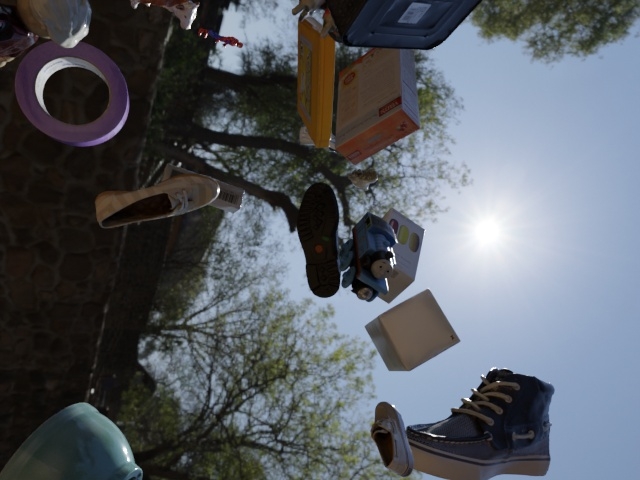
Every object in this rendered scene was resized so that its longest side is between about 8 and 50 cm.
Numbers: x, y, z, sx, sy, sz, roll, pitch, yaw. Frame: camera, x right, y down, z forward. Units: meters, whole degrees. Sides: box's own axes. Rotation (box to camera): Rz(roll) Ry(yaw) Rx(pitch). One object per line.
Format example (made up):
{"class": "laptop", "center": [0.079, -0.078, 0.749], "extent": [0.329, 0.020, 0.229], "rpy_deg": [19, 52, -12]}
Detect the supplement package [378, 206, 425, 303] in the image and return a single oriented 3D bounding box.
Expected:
{"class": "supplement package", "center": [0.210, 0.040, 1.374], "extent": [0.134, 0.139, 0.244], "rpy_deg": [-52, -171, 41]}

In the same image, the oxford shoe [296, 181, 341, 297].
{"class": "oxford shoe", "center": [0.000, 0.000, 0.903], "extent": [0.096, 0.082, 0.228], "rpy_deg": [50, 39, -80]}

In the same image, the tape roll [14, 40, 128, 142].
{"class": "tape roll", "center": [-0.686, -0.408, 1.275], "extent": [0.090, 0.274, 0.275], "rpy_deg": [-172, -88, -69]}

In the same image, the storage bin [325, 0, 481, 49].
{"class": "storage bin", "center": [0.107, -0.317, 0.575], "extent": [0.122, 0.180, 0.085], "rpy_deg": [-39, -111, 56]}

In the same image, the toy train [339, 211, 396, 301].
{"class": "toy train", "center": [0.088, 0.030, 0.830], "extent": [0.105, 0.080, 0.184], "rpy_deg": [-51, -163, 25]}

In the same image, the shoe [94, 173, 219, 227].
{"class": "shoe", "center": [-0.289, -0.065, 0.816], "extent": [0.058, 0.218, 0.077], "rpy_deg": [-113, -166, -48]}

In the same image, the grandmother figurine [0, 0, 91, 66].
{"class": "grandmother figurine", "center": [-0.503, -0.297, 0.654], "extent": [0.208, 0.342, 0.104], "rpy_deg": [-116, -171, -67]}

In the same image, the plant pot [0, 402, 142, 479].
{"class": "plant pot", "center": [-0.517, 0.534, 0.980], "extent": [0.293, 0.196, 0.293], "rpy_deg": [24, 90, -79]}

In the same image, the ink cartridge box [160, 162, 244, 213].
{"class": "ink cartridge box", "center": [-0.310, -0.113, 1.148], "extent": [0.232, 0.188, 0.066], "rpy_deg": [-22, -126, 64]}

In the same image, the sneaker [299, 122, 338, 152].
{"class": "sneaker", "center": [0.028, -0.378, 1.703], "extent": [0.085, 0.237, 0.086], "rpy_deg": [18, -83, 54]}

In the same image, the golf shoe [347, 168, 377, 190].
{"class": "golf shoe", "center": [0.188, -0.245, 1.875], "extent": [0.086, 0.069, 0.176], "rpy_deg": [60, -17, -24]}

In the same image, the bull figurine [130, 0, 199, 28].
{"class": "bull figurine", "center": [-0.498, -0.756, 1.320], "extent": [0.188, 0.310, 0.101], "rpy_deg": [-3, -124, 28]}

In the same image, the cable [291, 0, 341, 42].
{"class": "cable", "center": [0.055, -0.448, 0.749], "extent": [0.287, 0.139, 0.072], "rpy_deg": [-53, -170, -8]}

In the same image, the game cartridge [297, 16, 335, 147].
{"class": "game cartridge", "center": [-0.019, -0.442, 1.257], "extent": [0.324, 0.052, 0.286], "rpy_deg": [-107, -164, -56]}

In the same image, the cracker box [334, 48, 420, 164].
{"class": "cracker box", "center": [0.110, -0.282, 0.903], "extent": [0.155, 0.067, 0.233], "rpy_deg": [-24, -133, 36]}

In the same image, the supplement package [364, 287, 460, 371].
{"class": "supplement package", "center": [0.267, 0.282, 1.393], "extent": [0.175, 0.177, 0.293], "rpy_deg": [62, -10, 13]}

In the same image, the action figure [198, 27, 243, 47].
{"class": "action figure", "center": [-0.234, -0.477, 1.082], "extent": [0.038, 0.115, 0.030], "rpy_deg": [-13, 122, -70]}

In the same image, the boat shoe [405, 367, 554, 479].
{"class": "boat shoe", "center": [0.251, 0.277, 0.722], "extent": [0.127, 0.340, 0.158], "rpy_deg": [0, -105, 52]}

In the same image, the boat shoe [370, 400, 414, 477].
{"class": "boat shoe", "center": [0.076, 0.224, 0.527], "extent": [0.035, 0.035, 0.100], "rpy_deg": [-54, -159, 19]}
